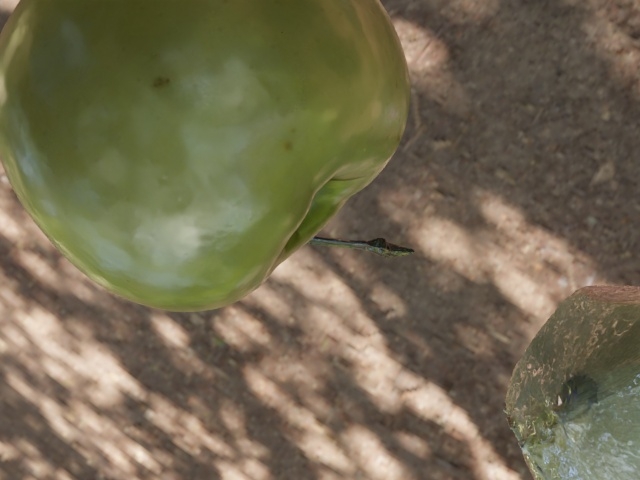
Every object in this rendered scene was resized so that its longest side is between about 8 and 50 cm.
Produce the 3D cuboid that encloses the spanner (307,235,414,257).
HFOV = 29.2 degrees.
[{"bbox_3d":[0.000,0.000,1.295,0.208,0.012,0.046,7,166,-15],"label":"spanner"}]

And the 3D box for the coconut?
[{"bbox_3d":[0.275,0.148,1.074,0.230,0.227,0.227,17,161,-41],"label":"coconut"}]

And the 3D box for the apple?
[{"bbox_3d":[-0.077,-0.087,0.803,0.262,0.262,0.262,22,143,18],"label":"apple"}]
